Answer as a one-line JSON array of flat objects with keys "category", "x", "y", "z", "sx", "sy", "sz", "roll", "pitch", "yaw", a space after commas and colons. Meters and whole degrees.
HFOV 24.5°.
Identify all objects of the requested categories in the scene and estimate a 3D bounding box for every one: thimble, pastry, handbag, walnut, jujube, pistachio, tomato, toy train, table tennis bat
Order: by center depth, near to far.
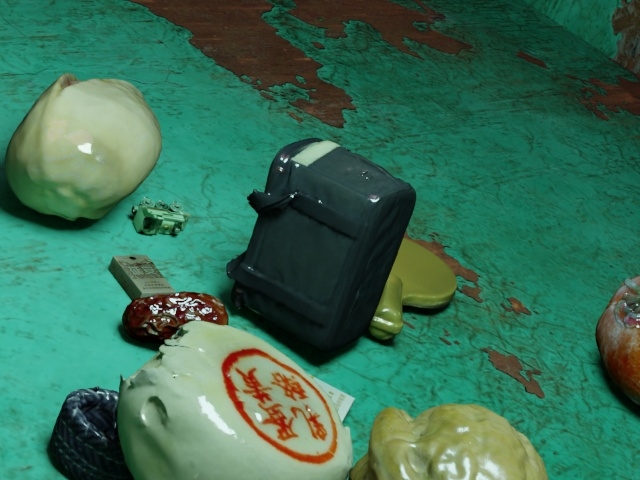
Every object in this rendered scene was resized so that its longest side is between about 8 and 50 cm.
[{"category": "pastry", "x": -0.088, "y": 0.200, "z": 1.524, "sx": 0.265, "sy": 0.133, "sz": 0.265, "roll": 30, "pitch": 25, "yaw": -16}, {"category": "walnut", "x": 0.128, "y": 0.278, "z": 1.532, "sx": 0.257, "sy": 0.224, "sz": 0.257, "roll": 48, "pitch": 12, "yaw": -14}, {"category": "thimble", "x": -0.230, "y": 0.207, "z": 1.549, "sx": 0.095, "sy": 0.066, "sz": 0.104, "roll": 10, "pitch": 30, "yaw": -31}, {"category": "jujube", "x": -0.177, "y": 0.098, "z": 1.795, "sx": 0.129, "sy": 0.077, "sz": 0.077, "roll": 2, "pitch": 32, "yaw": -17}, {"category": "handbag", "x": 0.000, "y": 0.000, "z": 1.913, "sx": 0.181, "sy": 0.254, "sz": 0.181, "roll": 28, "pitch": 24, "yaw": 22}, {"category": "pistachio", "x": -0.316, "y": -0.132, "z": 1.976, "sx": 0.187, "sy": 0.187, "sz": 0.299, "roll": 23, "pitch": 25, "yaw": -3}, {"category": "toy train", "x": -0.219, "y": -0.030, "z": 2.036, "sx": 0.083, "sy": 0.033, "sz": 0.053, "roll": 9, "pitch": 35, "yaw": -29}, {"category": "table tennis bat", "x": 0.102, "y": 0.056, "z": 2.127, "sx": 0.198, "sy": 0.050, "sz": 0.321, "roll": 22, "pitch": 23, "yaw": -2}, {"category": "tomato", "x": 0.515, "y": 0.145, "z": 2.129, "sx": 0.188, "sy": 0.232, "sz": 0.232, "roll": 55, "pitch": 12, "yaw": -29}]

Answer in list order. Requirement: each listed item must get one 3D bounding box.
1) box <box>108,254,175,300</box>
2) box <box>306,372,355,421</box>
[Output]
[{"category": "box", "x": -0.228, "y": 0.051, "z": 1.888, "sx": 0.053, "sy": 0.024, "sz": 0.083, "roll": -1, "pitch": 37, "yaw": -41}, {"category": "box", "x": -0.046, "y": 0.181, "z": 1.797, "sx": 0.167, "sy": 0.024, "sz": 0.090, "roll": 27, "pitch": 27, "yaw": 5}]
